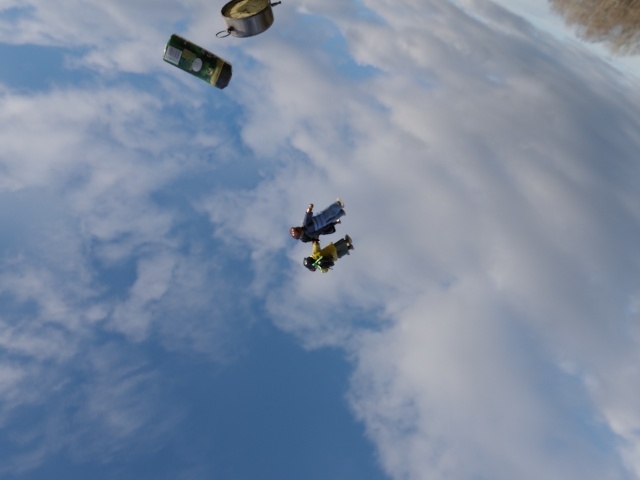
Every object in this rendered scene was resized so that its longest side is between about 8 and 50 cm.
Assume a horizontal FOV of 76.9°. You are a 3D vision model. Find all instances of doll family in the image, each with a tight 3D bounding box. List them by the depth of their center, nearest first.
[{"bbox_3d":[0.000,0.000,0.772,0.112,0.192,0.076,-27,-145,-13],"label":"doll family"}]

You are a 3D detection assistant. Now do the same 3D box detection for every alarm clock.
[{"bbox_3d":[-0.194,-0.554,1.015,0.130,0.064,0.192,25,-121,26],"label":"alarm clock"}]

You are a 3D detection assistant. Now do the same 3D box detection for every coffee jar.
[{"bbox_3d":[-0.336,-0.496,1.125,0.185,0.079,0.096,22,-156,-23],"label":"coffee jar"}]
